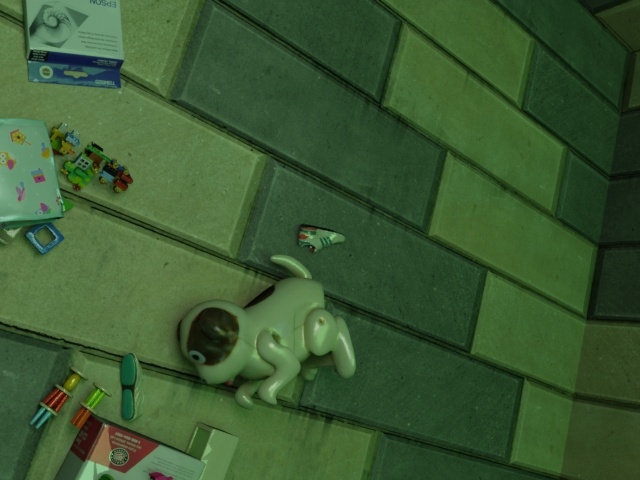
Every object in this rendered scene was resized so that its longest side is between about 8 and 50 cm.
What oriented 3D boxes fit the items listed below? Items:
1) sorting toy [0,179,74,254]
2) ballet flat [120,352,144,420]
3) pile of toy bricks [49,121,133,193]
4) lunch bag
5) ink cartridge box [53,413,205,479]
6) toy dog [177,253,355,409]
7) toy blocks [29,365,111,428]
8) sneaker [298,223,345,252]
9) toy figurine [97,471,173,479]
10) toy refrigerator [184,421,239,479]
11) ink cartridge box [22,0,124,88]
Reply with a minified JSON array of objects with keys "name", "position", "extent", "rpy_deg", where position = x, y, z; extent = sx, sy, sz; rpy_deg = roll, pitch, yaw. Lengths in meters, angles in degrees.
[{"name":"sorting toy","position":[-0.713,-0.115,1.384],"extent":[0.347,0.047,0.196],"rpy_deg":[42,61,-26]},{"name":"ballet flat","position":[-0.460,0.356,1.537],"extent":[0.052,0.057,0.168],"rpy_deg":[5,88,-63]},{"name":"pile of toy bricks","position":[-0.553,-0.168,1.475],"extent":[0.105,0.118,0.212],"rpy_deg":[-47,128,7]},{"name":"lunch bag","position":[-0.678,-0.131,1.285],"extent":[0.262,0.160,0.224],"rpy_deg":[-11,90,-32]},{"name":"ink cartridge box","position":[-0.484,0.636,1.427],"extent":[0.279,0.160,0.385],"rpy_deg":[34,68,-28]},{"name":"toy dog","position":[-0.157,0.240,1.614],"extent":[0.407,0.284,0.396],"rpy_deg":[-5,90,-33]},{"name":"toy blocks","position":[-0.571,0.380,1.422],"extent":[0.123,0.054,0.148],"rpy_deg":[32,65,8]},{"name":"sneaker","position":[0.000,0.000,1.880],"extent":[0.161,0.057,0.075],"rpy_deg":[11,97,-35]},{"name":"toy figurine","position":[-0.387,0.571,1.346],"extent":[0.159,0.130,0.173],"rpy_deg":[1,106,-44]},{"name":"toy refrigerator","position":[-0.314,0.610,1.585],"extent":[0.094,0.102,0.270],"rpy_deg":[30,71,-30]},{"name":"ink cartridge box","position":[-0.586,-0.486,1.494],"extent":[0.223,0.045,0.224],"rpy_deg":[-5,90,-35]}]
